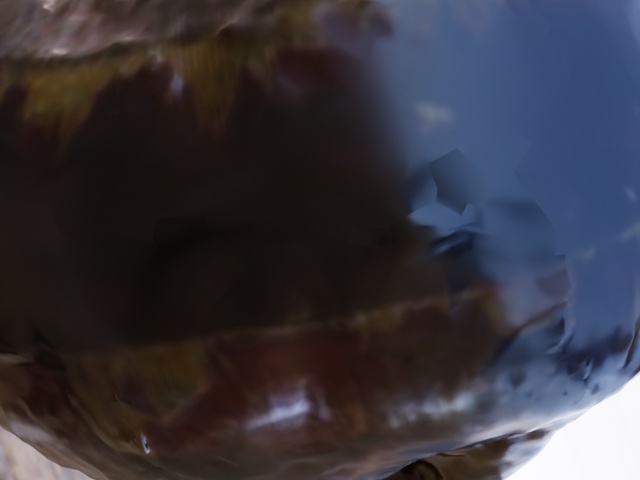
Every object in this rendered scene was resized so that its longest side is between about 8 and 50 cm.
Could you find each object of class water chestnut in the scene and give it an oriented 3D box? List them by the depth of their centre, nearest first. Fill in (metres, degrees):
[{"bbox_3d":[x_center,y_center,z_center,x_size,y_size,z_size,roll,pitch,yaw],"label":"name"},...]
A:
[{"bbox_3d":[0.000,0.000,0.528,0.300,0.300,0.300,159,-90,-83],"label":"water chestnut"}]
